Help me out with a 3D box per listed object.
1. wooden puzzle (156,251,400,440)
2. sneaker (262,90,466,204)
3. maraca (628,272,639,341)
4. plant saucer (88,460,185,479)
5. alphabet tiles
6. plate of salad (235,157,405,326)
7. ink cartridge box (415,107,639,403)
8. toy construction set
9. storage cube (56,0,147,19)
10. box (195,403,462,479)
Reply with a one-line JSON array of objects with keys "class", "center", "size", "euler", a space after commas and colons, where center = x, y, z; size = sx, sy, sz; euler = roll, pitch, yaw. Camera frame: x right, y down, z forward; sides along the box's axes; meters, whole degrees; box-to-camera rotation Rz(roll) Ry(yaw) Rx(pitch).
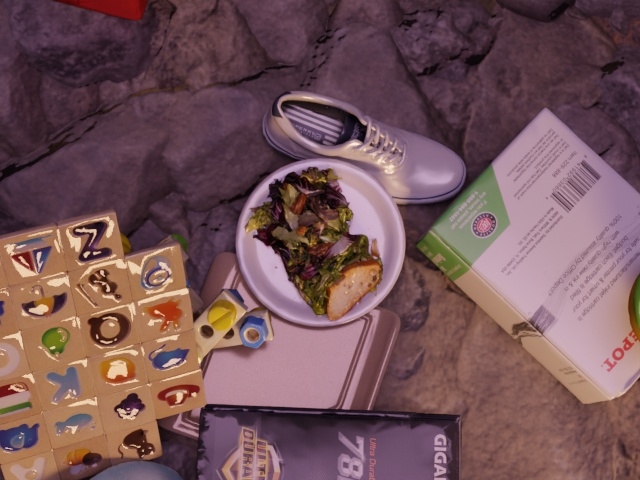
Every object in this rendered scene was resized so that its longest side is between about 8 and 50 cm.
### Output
[{"class": "wooden puzzle", "center": [-0.049, 0.152, 1.493], "size": [0.238, 0.044, 0.221], "euler": [19, 78, 4]}, {"class": "sneaker", "center": [0.054, -0.109, 1.528], "size": [0.258, 0.091, 0.094], "euler": [15, 77, -2]}, {"class": "maraca", "center": [0.410, 0.066, 1.403], "size": [0.185, 0.099, 0.127], "euler": [-28, 96, -36]}, {"class": "plant saucer", "center": [-0.201, 0.341, 1.386], "size": [0.195, 0.037, 0.195], "euler": [-3, 96, -35]}, {"class": "alphabet tiles", "center": [-0.266, 0.124, 1.290], "size": [0.285, 0.343, 0.011], "euler": [-15, 40, -14]}, {"class": "plate of salad", "center": [0.000, 0.000, 1.475], "size": [0.199, 0.048, 0.200], "euler": [0, 82, 0]}, {"class": "ink cartridge box", "center": [0.291, 0.023, 1.506], "size": [0.289, 0.121, 0.211], "euler": [44, 78, 3]}, {"class": "toy construction set", "center": [-0.236, 0.116, 1.425], "size": [0.327, 0.151, 0.215], "euler": [-37, 102, 5]}, {"class": "storage cube", "center": [-0.285, -0.398, 1.506], "size": [0.215, 0.193, 0.184], "euler": [15, 77, -3]}, {"class": "box", "center": [0.007, 0.333, 1.386], "size": [0.293, 0.073, 0.296], "euler": [3, 73, 2]}]
